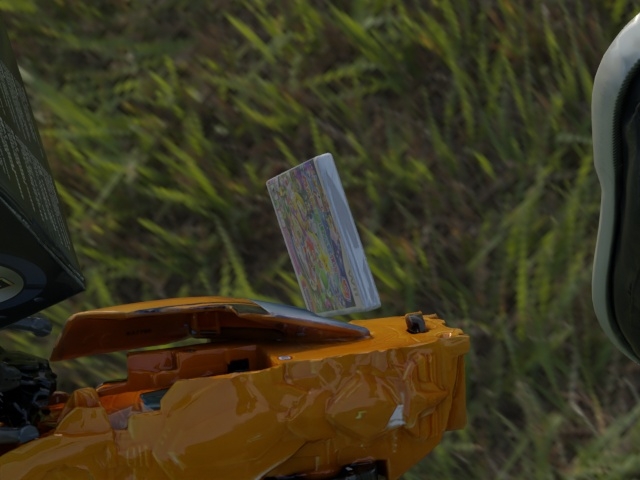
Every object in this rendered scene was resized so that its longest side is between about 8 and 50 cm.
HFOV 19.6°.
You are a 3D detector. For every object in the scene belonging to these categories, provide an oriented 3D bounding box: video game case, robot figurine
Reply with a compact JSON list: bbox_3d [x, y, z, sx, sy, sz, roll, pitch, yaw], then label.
[{"bbox_3d":[0.000,0.000,1.038,0.011,0.122,0.087,-18,90,-15],"label":"video game case"},{"bbox_3d":[-0.086,0.116,0.673,0.291,0.085,0.211,-6,100,-15],"label":"robot figurine"}]

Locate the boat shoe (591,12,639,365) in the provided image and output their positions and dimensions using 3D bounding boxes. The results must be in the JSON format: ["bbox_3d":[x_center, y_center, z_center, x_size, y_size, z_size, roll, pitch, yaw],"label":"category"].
[{"bbox_3d":[0.232,0.007,1.031,0.127,0.340,0.113,-31,53,-14],"label":"boat shoe"}]

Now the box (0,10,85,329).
[{"bbox_3d":[-0.176,-0.042,0.599,0.147,0.077,0.180,-25,60,4],"label":"box"}]
